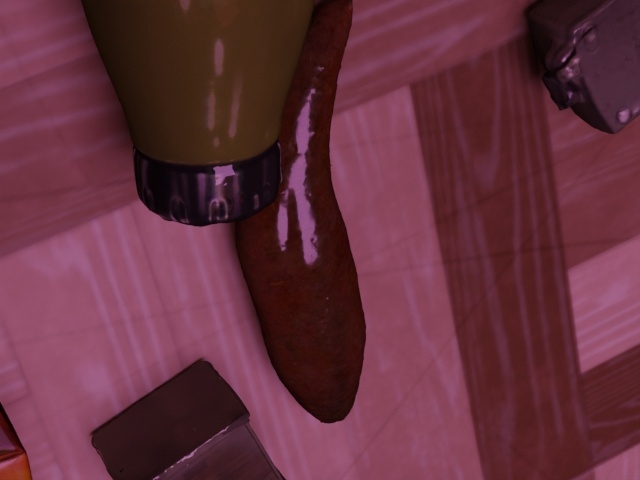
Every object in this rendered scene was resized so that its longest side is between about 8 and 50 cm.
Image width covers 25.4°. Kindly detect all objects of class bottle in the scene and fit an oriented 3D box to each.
[{"bbox_3d":[-0.054,-0.134,0.627,0.112,0.112,0.260,-13,119,-23],"label":"bottle"}]

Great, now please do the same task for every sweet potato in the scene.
[{"bbox_3d":[-0.008,0.001,0.758,0.078,0.058,0.255,-23,122,-37],"label":"sweet potato"}]

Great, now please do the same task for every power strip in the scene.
[{"bbox_3d":[0.237,-0.171,0.811,0.286,0.048,0.080,-38,129,-7],"label":"power strip"}]

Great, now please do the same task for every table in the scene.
[{"bbox_3d":[-0.067,0.128,0.783,0.079,0.062,0.083,-34,126,-11],"label":"table"}]

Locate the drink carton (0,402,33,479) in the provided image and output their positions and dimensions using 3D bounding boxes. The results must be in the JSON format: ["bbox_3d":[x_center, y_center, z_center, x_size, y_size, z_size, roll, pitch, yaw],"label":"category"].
[{"bbox_3d":[-0.188,0.195,0.745,0.096,0.071,0.223,-19,123,-21],"label":"drink carton"}]
